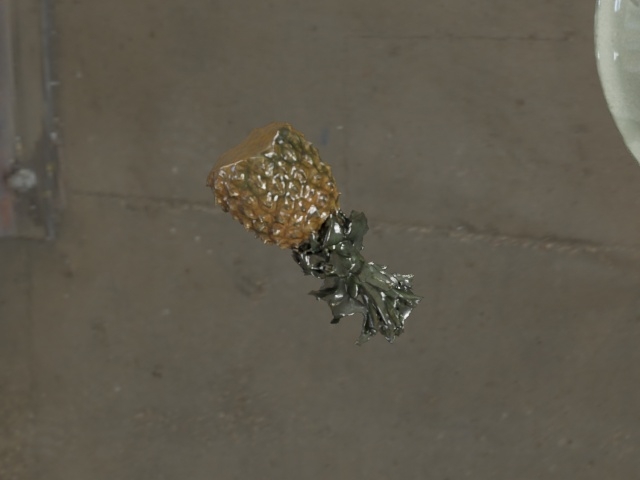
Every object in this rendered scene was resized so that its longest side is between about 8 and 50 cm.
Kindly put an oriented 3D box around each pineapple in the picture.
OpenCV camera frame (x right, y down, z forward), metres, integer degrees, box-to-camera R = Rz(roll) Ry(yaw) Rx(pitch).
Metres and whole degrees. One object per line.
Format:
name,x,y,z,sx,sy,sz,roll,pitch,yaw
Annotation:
pineapple,0.000,0.000,1.407,0.125,0.125,0.251,-34,105,31

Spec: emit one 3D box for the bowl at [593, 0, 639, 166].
bowl,0.492,-0.202,1.315,0.435,0.196,0.435,-2,100,-9
